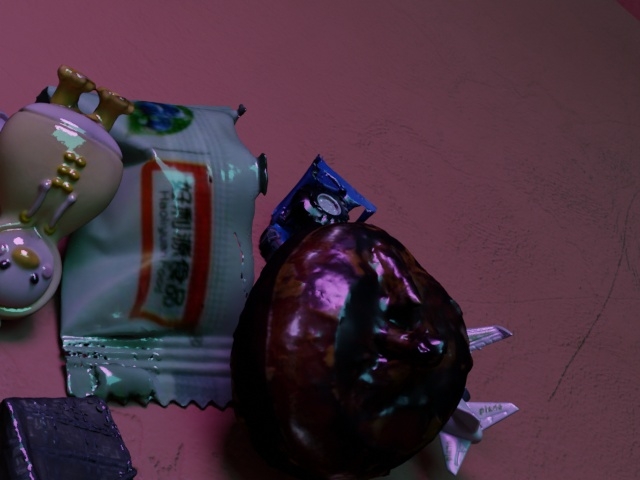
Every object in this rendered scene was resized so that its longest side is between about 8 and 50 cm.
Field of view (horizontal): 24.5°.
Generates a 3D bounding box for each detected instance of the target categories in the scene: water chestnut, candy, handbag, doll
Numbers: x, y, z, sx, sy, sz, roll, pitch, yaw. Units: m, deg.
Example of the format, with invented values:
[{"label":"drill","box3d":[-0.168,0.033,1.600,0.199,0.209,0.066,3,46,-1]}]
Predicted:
[{"label":"water chestnut","box3d":[0.047,0.125,1.616,0.300,0.300,0.300,26,37,-21]},{"label":"candy","box3d":[-0.191,0.004,1.697,0.263,0.172,0.398,4,67,-27]},{"label":"handbag","box3d":[-0.236,0.255,1.412,0.175,0.088,0.270,14,42,-45]},{"label":"doll","box3d":[-0.294,-0.036,1.560,0.141,0.117,0.296,28,70,-30]}]

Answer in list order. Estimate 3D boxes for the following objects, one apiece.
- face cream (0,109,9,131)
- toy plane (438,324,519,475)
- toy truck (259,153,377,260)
[{"label":"face cream","box3d":[-0.396,-0.104,1.622,0.104,0.117,0.117,38,33,13]},{"label":"toy plane","box3d":[0.107,0.171,1.802,0.255,0.101,0.251,39,68,24]},{"label":"toy truck","box3d":[0.000,0.000,1.888,0.126,0.113,0.208,25,38,-22]}]
